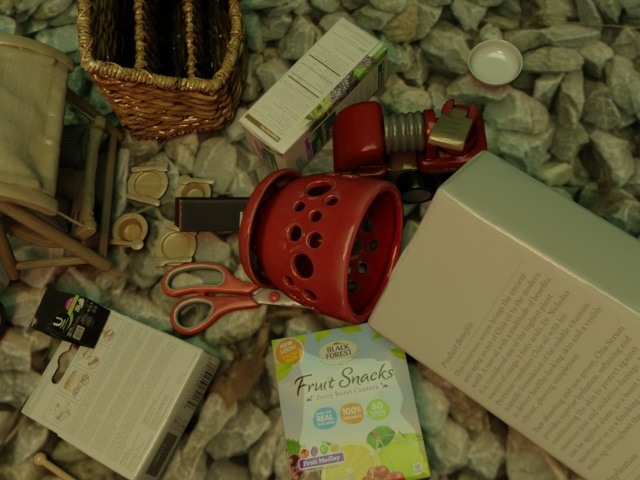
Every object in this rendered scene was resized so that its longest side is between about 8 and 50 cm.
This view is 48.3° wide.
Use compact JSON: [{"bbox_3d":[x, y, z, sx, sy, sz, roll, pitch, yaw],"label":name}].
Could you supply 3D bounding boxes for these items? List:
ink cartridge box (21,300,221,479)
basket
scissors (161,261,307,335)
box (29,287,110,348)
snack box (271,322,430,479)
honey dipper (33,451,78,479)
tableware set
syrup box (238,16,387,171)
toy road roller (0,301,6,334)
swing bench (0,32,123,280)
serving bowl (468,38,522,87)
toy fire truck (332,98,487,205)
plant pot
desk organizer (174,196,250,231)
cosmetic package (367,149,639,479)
[{"bbox_3d":[-0.278,0.204,0.992,0.232,0.066,0.189,15,70,34],"label":"ink cartridge box"},{"bbox_3d":[-0.228,-0.336,1.091,0.213,0.223,0.299,-7,68,3],"label":"basket"},{"bbox_3d":[-0.083,0.071,1.026,0.297,0.021,0.109,-7,67,5],"label":"scissors"},{"bbox_3d":[-0.355,0.110,1.012,0.083,0.052,0.062,9,69,28],"label":"box"},{"bbox_3d":[0.037,0.220,0.931,0.174,0.070,0.207,-11,67,1],"label":"snack box"},{"bbox_3d":[-0.320,0.326,0.949,0.160,0.030,0.030,28,74,18],"label":"honey dipper"},{"bbox_3d":[-0.243,-0.042,1.087,0.141,0.020,0.169,10,70,9],"label":"tableware set"},{"bbox_3d":[-0.007,-0.215,1.090,0.096,0.093,0.237,38,77,17],"label":"syrup box"},{"bbox_3d":[-0.590,0.092,0.906,0.202,0.329,0.240,19,56,18],"label":"toy road roller"},{"bbox_3d":[-0.402,-0.113,0.991,0.165,0.255,0.253,-6,62,3],"label":"swing bench"},{"bbox_3d":[0.272,-0.273,1.119,0.083,0.027,0.083,-2,69,5],"label":"serving bowl"},{"bbox_3d":[0.121,-0.132,0.962,0.217,0.246,0.158,-3,68,5],"label":"toy fire truck"},{"bbox_3d":[0.000,0.000,0.956,0.174,0.191,0.191,13,70,27],"label":"plant pot"},{"bbox_3d":[-0.147,-0.040,1.049,0.130,0.050,0.047,-1,101,-21],"label":"desk organizer"},{"bbox_3d":[0.308,0.118,0.833,0.453,0.230,0.161,35,38,15],"label":"cosmetic package"}]
